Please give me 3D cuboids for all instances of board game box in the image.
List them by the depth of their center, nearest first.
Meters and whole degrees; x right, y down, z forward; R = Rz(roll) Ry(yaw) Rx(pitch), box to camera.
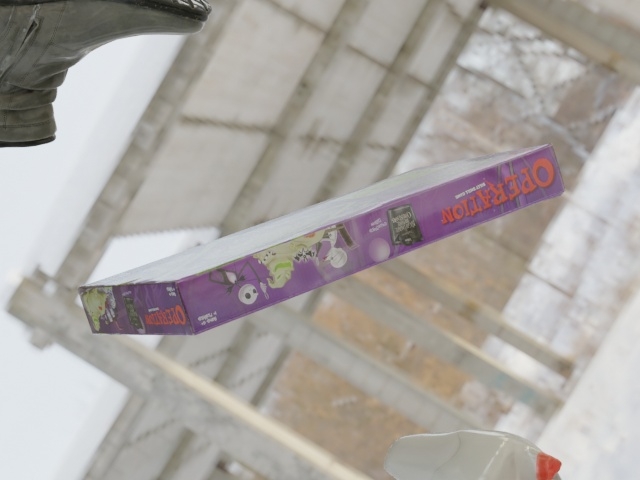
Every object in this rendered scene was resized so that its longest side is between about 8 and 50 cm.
[{"bbox_3d":[0.000,0.000,1.232,0.347,0.056,0.208,-20,2,-27],"label":"board game box"}]

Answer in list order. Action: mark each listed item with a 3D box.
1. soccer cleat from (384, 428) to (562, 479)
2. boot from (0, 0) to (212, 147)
[{"bbox_3d":[0.094,0.150,0.684,0.068,0.076,0.196,-52,-50,-29],"label":"soccer cleat"},{"bbox_3d":[-0.226,-0.158,1.321,0.083,0.246,0.161,-121,39,-57],"label":"boot"}]
